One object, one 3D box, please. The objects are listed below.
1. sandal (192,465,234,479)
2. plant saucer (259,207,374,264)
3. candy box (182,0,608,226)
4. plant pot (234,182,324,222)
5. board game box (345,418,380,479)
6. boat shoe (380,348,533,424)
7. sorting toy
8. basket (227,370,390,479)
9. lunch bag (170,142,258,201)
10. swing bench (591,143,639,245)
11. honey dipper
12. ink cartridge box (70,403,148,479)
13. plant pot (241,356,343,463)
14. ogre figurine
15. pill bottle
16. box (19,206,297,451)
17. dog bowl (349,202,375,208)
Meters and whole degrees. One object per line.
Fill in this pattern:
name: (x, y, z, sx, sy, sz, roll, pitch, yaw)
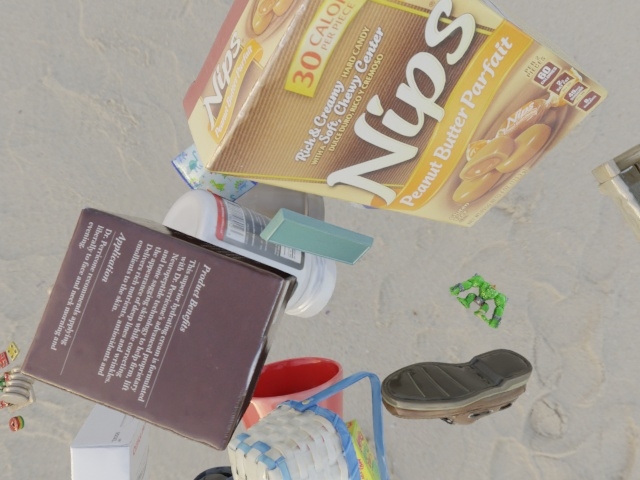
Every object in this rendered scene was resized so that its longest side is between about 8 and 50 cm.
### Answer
sandal: (-0.286, 0.775, 1.698, 0.254, 0.097, 0.054, -1, 41, -16)
plant saucer: (0.000, 0.000, 0.844, 0.192, 0.067, 0.018, 16, 40, -36)
candy box: (0.074, -0.117, 0.429, 0.316, 0.183, 0.088, 7, 44, -40)
plant pot: (-0.184, -0.062, 1.674, 0.280, 0.323, 0.323, 10, 83, -29)
board game box: (0.107, 0.579, 1.383, 0.043, 0.092, 0.181, -24, 95, 13)
boat shoe: (0.241, 0.277, 0.917, 0.307, 0.111, 0.104, -2, 116, -22)
sorting toy: (-0.992, 0.469, 1.683, 0.132, 0.046, 0.275, -26, 79, 24)
basket: (0.002, 0.371, 0.863, 0.289, 0.201, 0.255, -8, 93, -35)
lunch bag: (-0.228, -0.154, 1.162, 0.128, 0.096, 0.151, -33, 96, 21)
swing bench: (0.485, -0.036, 0.583, 0.254, 0.165, 0.253, -32, 82, 19)
honey dipper: (-0.359, 0.124, 0.664, 0.030, 0.030, 0.161, 5, 54, -4)
ink cartridge box: (-0.616, 0.714, 1.561, 0.166, 0.285, 0.395, 2, 99, -9)
plant pot: (-0.061, 0.446, 1.284, 0.274, 0.275, 0.243, -10, 95, -5)
ogre figurine: (0.546, 0.194, 1.775, 0.197, 0.097, 0.118, 38, 84, 28)
pill bottle: (-0.150, 0.046, 1.129, 0.363, 0.210, 0.210, 24, 82, -39)
box: (-0.150, 0.081, 0.548, 0.203, 0.167, 0.168, 21, 88, 2)
dog bowl: (0.135, -0.202, 1.180, 0.104, 0.265, 0.265, 3, 83, 26)
